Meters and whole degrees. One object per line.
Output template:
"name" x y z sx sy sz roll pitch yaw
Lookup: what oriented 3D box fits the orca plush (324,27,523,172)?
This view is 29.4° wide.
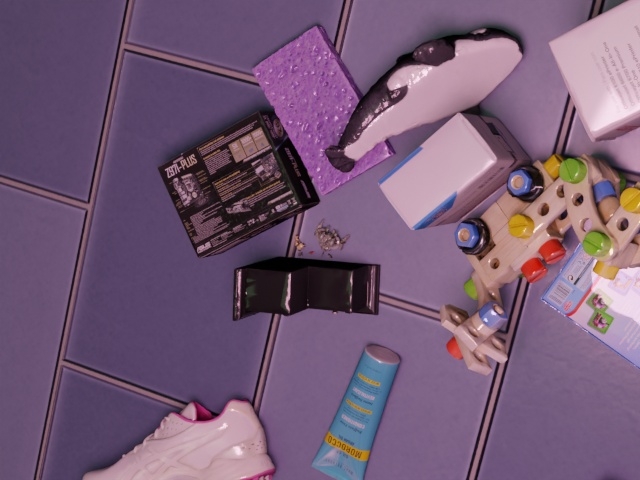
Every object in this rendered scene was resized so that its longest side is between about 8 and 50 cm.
"orca plush" 0.126 -0.198 1.619 0.287 0.151 0.102 -44 38 17

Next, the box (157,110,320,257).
"box" -0.116 -0.079 1.722 0.180 0.077 0.147 -27 86 21

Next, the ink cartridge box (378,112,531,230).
"ink cartridge box" 0.174 -0.087 1.551 0.139 0.190 0.082 -40 80 19

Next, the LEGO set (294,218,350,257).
"LEGO set" 0.000 0.003 1.716 0.083 0.023 0.054 -30 85 21

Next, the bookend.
"bookend" -0.017 0.070 1.659 0.157 0.156 0.072 4 97 20

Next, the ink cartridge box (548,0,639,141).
"ink cartridge box" 0.443 -0.239 1.415 0.307 0.223 0.129 -26 85 21

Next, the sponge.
"sponge" 0.003 -0.179 1.692 0.117 0.031 0.210 -32 84 20

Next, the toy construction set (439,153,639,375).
"toy construction set" 0.280 0.019 1.519 0.327 0.151 0.215 -39 60 15

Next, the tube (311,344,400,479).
"tube" 0.054 0.248 1.713 0.080 0.052 0.207 27 110 23

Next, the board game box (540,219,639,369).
"board game box" 0.414 0.072 1.557 0.211 0.039 0.160 37 106 15

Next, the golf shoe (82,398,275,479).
"golf shoe" -0.215 0.314 1.796 0.306 0.115 0.140 -12 81 15
